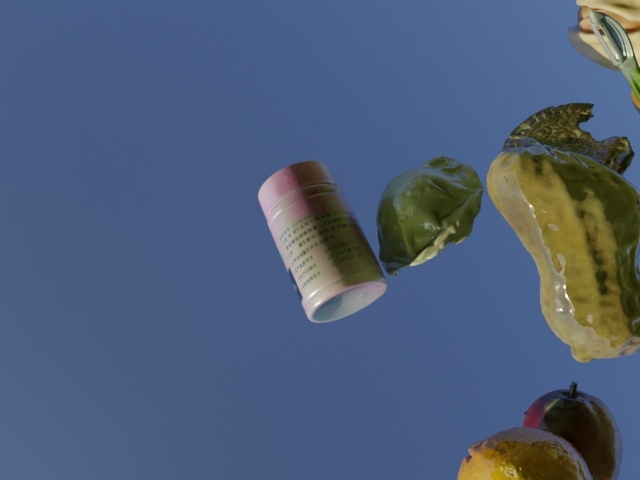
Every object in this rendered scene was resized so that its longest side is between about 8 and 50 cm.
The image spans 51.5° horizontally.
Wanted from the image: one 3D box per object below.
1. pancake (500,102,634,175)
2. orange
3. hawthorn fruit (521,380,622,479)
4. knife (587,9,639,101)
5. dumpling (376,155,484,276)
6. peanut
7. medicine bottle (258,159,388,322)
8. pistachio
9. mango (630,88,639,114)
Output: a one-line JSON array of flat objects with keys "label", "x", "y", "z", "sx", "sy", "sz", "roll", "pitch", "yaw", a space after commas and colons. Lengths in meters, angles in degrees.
[{"label": "pancake", "x": 0.524, "y": -0.194, "z": 1.420, "sx": 0.286, "sy": 0.288, "sz": 0.033, "roll": -53, "pitch": -47, "yaw": -24}, {"label": "orange", "x": 0.321, "y": 0.397, "z": 1.052, "sx": 0.219, "sy": 0.219, "sz": 0.193, "roll": -26, "pitch": -105, "yaw": -20}, {"label": "hawthorn fruit", "x": 0.452, "y": 0.352, "z": 1.207, "sx": 0.185, "sy": 0.185, "sz": 0.202, "roll": -8, "pitch": -76, "yaw": -17}, {"label": "knife", "x": 0.320, "y": -0.170, "z": 0.674, "sx": 0.184, "sy": 0.022, "sz": 0.026, "roll": 42, "pitch": -96, "yaw": -28}, {"label": "dumpling", "x": 0.196, "y": -0.051, "z": 1.172, "sx": 0.147, "sy": 0.193, "sz": 0.258, "roll": 42, "pitch": -122, "yaw": -31}, {"label": "peanut", "x": 0.317, "y": 0.007, "z": 0.799, "sx": 0.143, "sy": 0.159, "sz": 0.291, "roll": -31, "pitch": -83, "yaw": -54}, {"label": "medicine bottle", "x": 0.000, "y": 0.000, "z": 1.173, "sx": 0.152, "sy": 0.152, "sz": 0.254, "roll": -16, "pitch": -115, "yaw": -19}, {"label": "pistachio", "x": 0.586, "y": -0.410, "z": 1.222, "sx": 0.214, "sy": 0.318, "sz": 0.193, "roll": -4, "pitch": -64, "yaw": -19}, {"label": "mango", "x": 0.755, "y": -0.279, "z": 1.407, "sx": 0.120, "sy": 0.151, "sz": 0.221, "roll": -47, "pitch": -117, "yaw": 14}]
